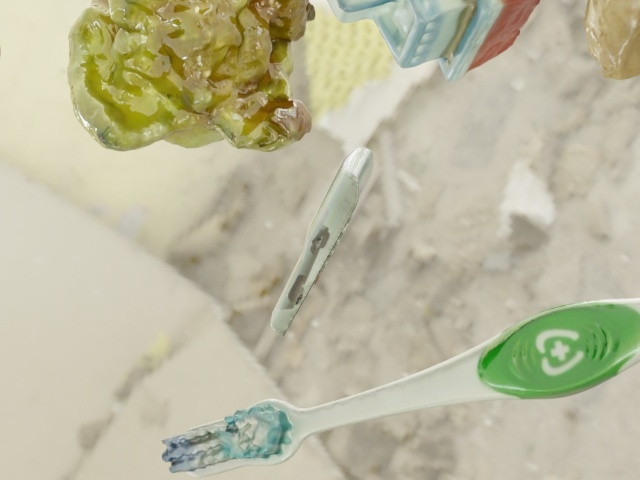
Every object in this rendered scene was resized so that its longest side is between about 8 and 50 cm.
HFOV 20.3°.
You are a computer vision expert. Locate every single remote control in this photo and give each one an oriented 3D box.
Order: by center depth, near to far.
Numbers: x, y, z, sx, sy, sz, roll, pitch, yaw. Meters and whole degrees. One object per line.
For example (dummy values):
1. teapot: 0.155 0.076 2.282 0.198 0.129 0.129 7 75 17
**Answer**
1. remote control: 0.000 0.000 1.482 0.166 0.029 0.065 -62 1 29

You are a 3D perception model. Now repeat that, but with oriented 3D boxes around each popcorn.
1. popcorn: -0.178 -0.231 2.129 0.325 0.321 0.290 -54 27 -17

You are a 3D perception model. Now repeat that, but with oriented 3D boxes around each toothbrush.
1. toothbrush: 0.122 0.047 0.815 0.418 0.040 0.042 -16 79 14

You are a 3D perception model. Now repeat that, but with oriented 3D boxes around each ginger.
1. ginger: 0.214 -0.186 1.092 0.190 0.095 0.069 -57 30 -7

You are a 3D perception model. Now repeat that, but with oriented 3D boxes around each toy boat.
1. toy boat: 0.033 -0.277 1.311 0.145 0.133 0.332 114 135 -66
